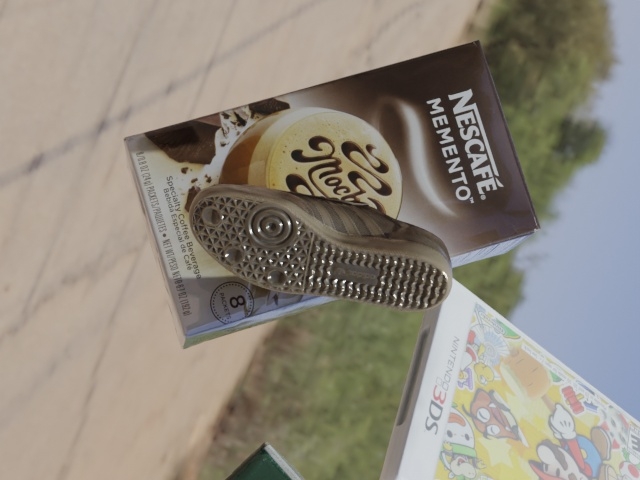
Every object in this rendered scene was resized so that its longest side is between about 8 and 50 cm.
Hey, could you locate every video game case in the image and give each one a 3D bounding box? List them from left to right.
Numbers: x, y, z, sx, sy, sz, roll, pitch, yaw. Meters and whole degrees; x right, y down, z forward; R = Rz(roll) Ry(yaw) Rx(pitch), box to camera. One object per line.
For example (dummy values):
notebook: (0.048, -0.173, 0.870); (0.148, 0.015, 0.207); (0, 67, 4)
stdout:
video game case: (0.155, 0.162, 1.176); (0.026, 0.227, 0.206); (-38, -158, 40)

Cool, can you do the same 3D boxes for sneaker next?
sneaker: (0.000, 0.000, 1.096); (0.071, 0.188, 0.066); (-85, -164, -64)

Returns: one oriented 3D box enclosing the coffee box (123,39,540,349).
coffee box: (0.006, -0.036, 1.278); (0.119, 0.297, 0.168); (125, -52, -79)

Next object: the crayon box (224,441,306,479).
crayon box: (0.049, 0.327, 1.315); (0.081, 0.318, 0.202); (-43, 157, -6)
